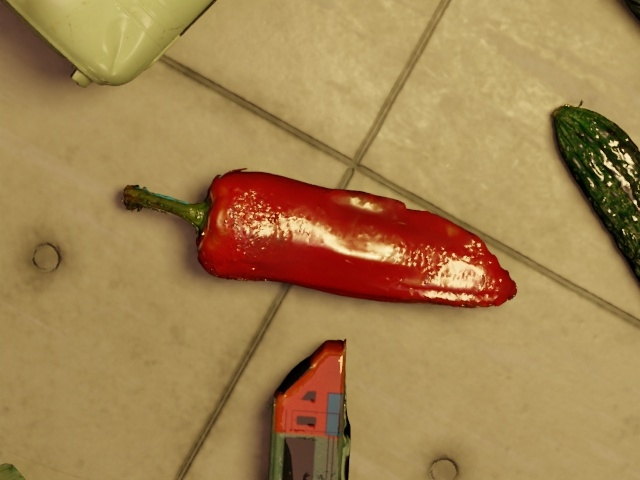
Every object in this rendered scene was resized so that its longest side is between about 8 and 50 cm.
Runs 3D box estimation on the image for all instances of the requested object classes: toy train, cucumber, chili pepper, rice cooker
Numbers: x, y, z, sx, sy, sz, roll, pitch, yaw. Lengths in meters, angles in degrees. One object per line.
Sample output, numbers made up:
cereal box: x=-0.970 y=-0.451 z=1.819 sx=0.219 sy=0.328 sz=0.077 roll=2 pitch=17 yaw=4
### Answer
toy train: x=-0.020 y=0.297 z=1.604 sx=0.089 sy=0.086 sz=0.409 roll=3 pitch=94 yaw=0
cucumber: x=0.311 y=-0.022 z=1.598 sx=0.077 sy=0.077 sz=0.265 roll=-31 pitch=95 yaw=1
chili pepper: x=0.000 y=0.000 z=1.576 sx=0.388 sy=0.110 sz=0.110 roll=11 pitch=93 yaw=-5
rice cooker: x=-0.187 y=-0.277 z=1.505 sx=0.226 sy=0.226 sz=0.244 roll=41 pitch=93 yaw=-3

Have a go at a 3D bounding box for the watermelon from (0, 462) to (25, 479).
watermelon: x=-0.352 y=0.357 z=1.585 sx=0.302 sy=0.151 sz=0.264 roll=0 pitch=97 yaw=16

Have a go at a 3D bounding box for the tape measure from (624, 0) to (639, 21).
tape measure: x=0.387 y=-0.260 z=1.566 sx=0.207 sy=0.115 sz=0.235 roll=-40 pitch=94 yaw=-1
